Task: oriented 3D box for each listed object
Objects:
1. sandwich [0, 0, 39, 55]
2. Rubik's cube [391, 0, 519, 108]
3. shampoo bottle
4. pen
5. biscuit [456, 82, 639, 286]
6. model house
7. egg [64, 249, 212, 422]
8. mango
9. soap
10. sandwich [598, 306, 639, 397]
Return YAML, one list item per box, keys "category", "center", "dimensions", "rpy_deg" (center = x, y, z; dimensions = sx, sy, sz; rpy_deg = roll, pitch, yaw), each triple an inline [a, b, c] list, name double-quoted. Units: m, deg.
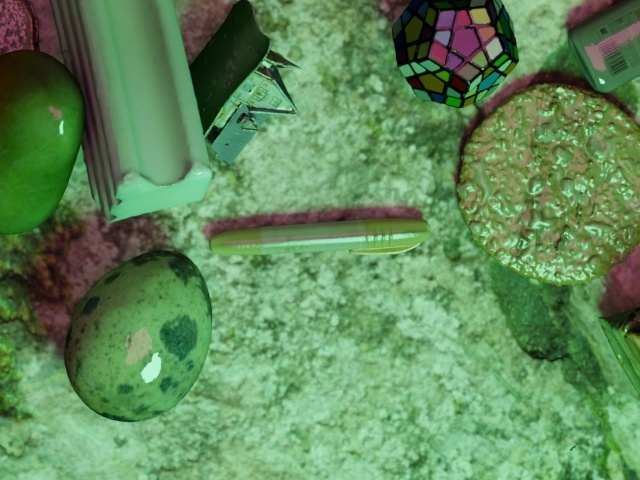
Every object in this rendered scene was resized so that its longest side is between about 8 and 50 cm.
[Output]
- category: "sandwich"
  center: [-0.328, -0.198, 1.737]
  dimensions: [0.093, 0.036, 0.105]
  rpy_deg: [0, 95, -6]
- category: "Rubik's cube"
  center: [0.137, -0.200, 1.755]
  dimensions: [0.133, 0.133, 0.112]
  rpy_deg: [-40, 73, -2]
- category: "shampoo bottle"
  center: [0.347, -0.224, 1.814]
  dimensions: [0.165, 0.040, 0.080]
  rpy_deg: [-29, 94, -4]
- category: "pen"
  center: [0.000, 0.000, 1.801]
  dimensions: [0.233, 0.032, 0.040]
  rpy_deg: [-4, 120, -5]
- category: "biscuit"
  center: [0.251, -0.059, 1.824]
  dimensions: [0.220, 0.033, 0.220]
  rpy_deg: [0, 94, -6]
- category: "model house"
  center: [-0.078, -0.143, 1.736]
  dimensions: [0.088, 0.117, 0.167]
  rpy_deg: [25, 112, -33]
- category: "egg"
  center: [-0.180, 0.094, 1.732]
  dimensions: [0.141, 0.141, 0.182]
  rpy_deg: [29, 84, -9]
- category: "mango"
  center: [-0.297, -0.098, 1.650]
  dimensions: [0.114, 0.251, 0.156]
  rpy_deg: [-4, 70, -23]
- category: "soap"
  center: [-0.185, -0.162, 1.640]
  dimensions: [0.095, 0.173, 0.289]
  rpy_deg: [-10, 74, -16]
- category: "sandwich"
  center: [0.434, 0.097, 1.798]
  dimensions: [0.227, 0.155, 0.198]
  rpy_deg: [-30, 98, -3]
